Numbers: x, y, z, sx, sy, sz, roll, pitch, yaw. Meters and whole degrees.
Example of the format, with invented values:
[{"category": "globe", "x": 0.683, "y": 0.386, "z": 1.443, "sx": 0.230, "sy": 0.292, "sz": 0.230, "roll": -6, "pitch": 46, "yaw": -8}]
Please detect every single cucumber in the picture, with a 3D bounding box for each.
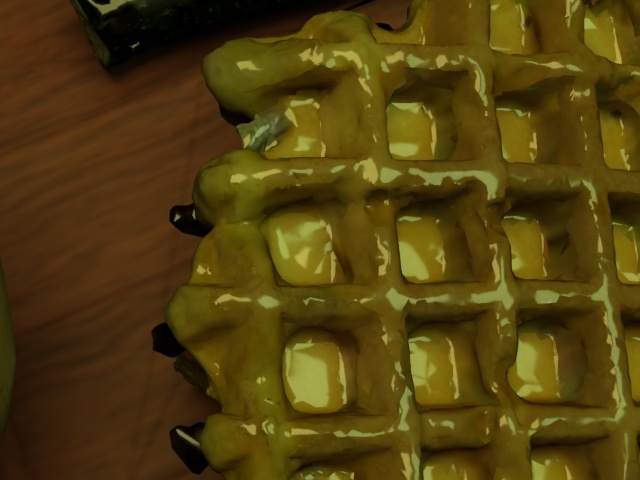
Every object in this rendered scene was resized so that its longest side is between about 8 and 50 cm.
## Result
[{"category": "cucumber", "x": -0.023, "y": -0.127, "z": 0.670, "sx": 0.187, "sy": 0.058, "sz": 0.058, "roll": -16, "pitch": 68, "yaw": -8}]

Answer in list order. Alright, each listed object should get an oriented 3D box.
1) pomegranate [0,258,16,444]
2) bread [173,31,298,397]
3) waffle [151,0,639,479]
[{"category": "pomegranate", "x": -0.247, "y": 0.031, "z": 0.476, "sx": 0.319, "sy": 0.319, "sz": 0.319, "roll": 0, "pitch": 67, "yaw": 0}, {"category": "bread", "x": 0.010, "y": -0.001, "z": 0.598, "sx": 0.125, "sy": 0.086, "sz": 0.156, "roll": 9, "pitch": 69, "yaw": -1}, {"category": "waffle", "x": 0.095, "y": 0.040, "z": 0.541, "sx": 0.329, "sy": 0.062, "sz": 0.329, "roll": 6, "pitch": 74, "yaw": -23}]
